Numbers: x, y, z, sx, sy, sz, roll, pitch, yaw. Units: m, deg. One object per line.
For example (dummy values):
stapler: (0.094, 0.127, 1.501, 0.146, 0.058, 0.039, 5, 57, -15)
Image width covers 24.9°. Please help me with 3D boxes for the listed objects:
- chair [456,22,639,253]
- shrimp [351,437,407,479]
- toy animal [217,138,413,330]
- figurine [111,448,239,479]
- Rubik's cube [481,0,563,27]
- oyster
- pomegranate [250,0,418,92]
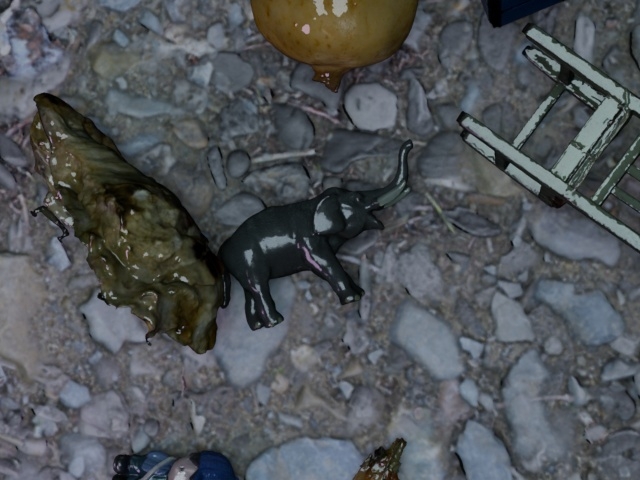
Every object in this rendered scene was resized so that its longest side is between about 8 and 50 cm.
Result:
chair: (0.289, -0.091, 1.525, 0.270, 0.147, 0.136, 36, 91, 9)
shrimp: (0.057, 0.301, 1.600, 0.091, 0.043, 0.184, 14, 96, 0)
toy animal: (0.006, 0.008, 1.590, 0.269, 0.082, 0.137, -26, 86, 6)
figurine: (-0.160, 0.270, 1.618, 0.136, 0.079, 0.077, 2, 83, 31)
Rubik's cube: (0.231, -0.349, 1.530, 0.183, 0.167, 0.180, -23, 85, 5)
oyster: (-0.219, -0.015, 1.585, 0.133, 0.198, 0.337, -39, 66, -7)
pomegranate: (0.015, -0.256, 1.557, 0.196, 0.196, 0.196, 0, 88, 7)
